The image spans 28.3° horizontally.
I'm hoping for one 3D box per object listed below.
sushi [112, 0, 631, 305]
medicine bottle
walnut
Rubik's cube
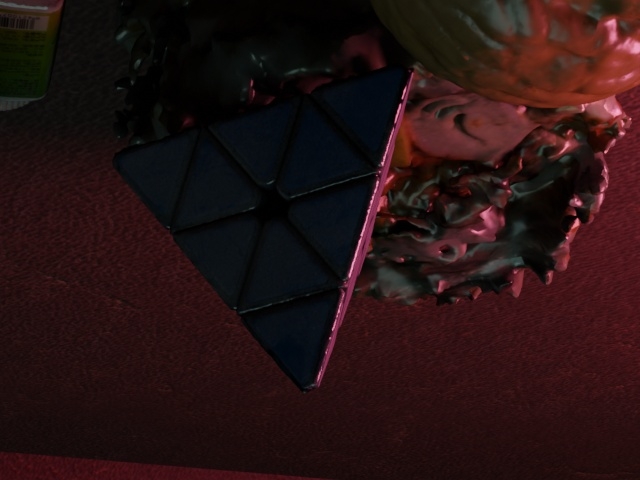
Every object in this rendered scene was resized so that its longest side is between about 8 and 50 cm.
[{"bbox_3d":[0.037,-0.092,0.969,0.418,0.175,0.417,2,155,1],"label":"sushi"},{"bbox_3d":[-0.218,-0.168,0.861,0.088,0.132,0.188,6,158,-14],"label":"medicine bottle"},{"bbox_3d":[0.130,-0.184,0.712,0.228,0.228,0.228,1,157,0],"label":"walnut"},{"bbox_3d":[0.000,0.000,0.790,0.211,0.178,0.190,14,142,-29],"label":"Rubik's cube"}]
